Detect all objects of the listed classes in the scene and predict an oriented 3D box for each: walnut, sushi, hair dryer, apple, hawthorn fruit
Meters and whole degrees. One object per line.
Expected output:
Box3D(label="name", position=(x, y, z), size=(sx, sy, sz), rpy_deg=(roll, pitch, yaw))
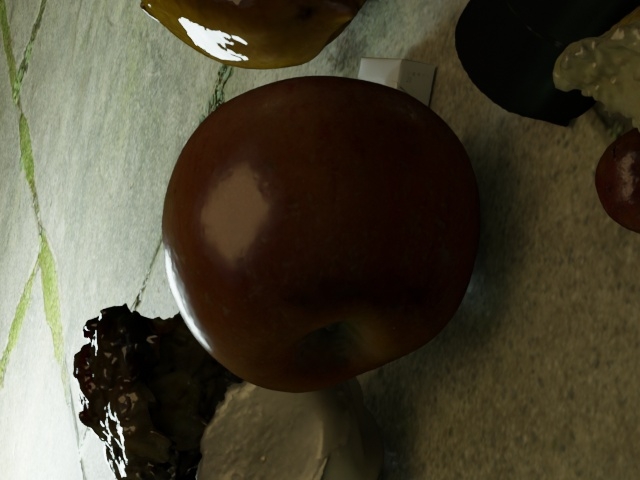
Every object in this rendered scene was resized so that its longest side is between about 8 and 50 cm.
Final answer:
Box3D(label="walnut", position=(-0.064, -0.267, 1.459), size=(0.336, 0.209, 0.209), rpy_deg=(32, 111, 49))
Box3D(label="sushi", position=(-0.136, 0.160, 1.419), size=(0.238, 0.219, 0.225), rpy_deg=(-45, 38, 52))
Box3D(label="hair dryer", position=(0.116, -0.253, 0.947), size=(0.302, 0.116, 0.244), rpy_deg=(43, 140, 10))
Box3D(label="apple", position=(0.000, 0.000, 1.161), size=(0.253, 0.253, 0.253), rpy_deg=(-170, 90, -66))
Box3D(label="hawthorn fruit", position=(0.205, -0.037, 0.922), size=(0.077, 0.077, 0.077), rpy_deg=(-170, 90, -66))

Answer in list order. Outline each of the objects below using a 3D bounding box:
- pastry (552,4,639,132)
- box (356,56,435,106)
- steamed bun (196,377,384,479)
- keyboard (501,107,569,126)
Box3D(label="pastry", position=(0.239, -0.126, 0.815), size=(0.258, 0.121, 0.089), rpy_deg=(-37, 71, 53))
Box3D(label="box", position=(0.052, -0.083, 1.313), size=(0.084, 0.040, 0.154), rpy_deg=(-161, 83, -68))
Box3D(label="steamed bun", position=(-0.019, 0.188, 1.258), size=(0.183, 0.106, 0.183), rpy_deg=(-21, 56, 34))
Box3D(label="keyboard", position=(0.191, -0.240, 1.090), size=(0.101, 0.018, 0.309), rpy_deg=(28, 106, 64))
